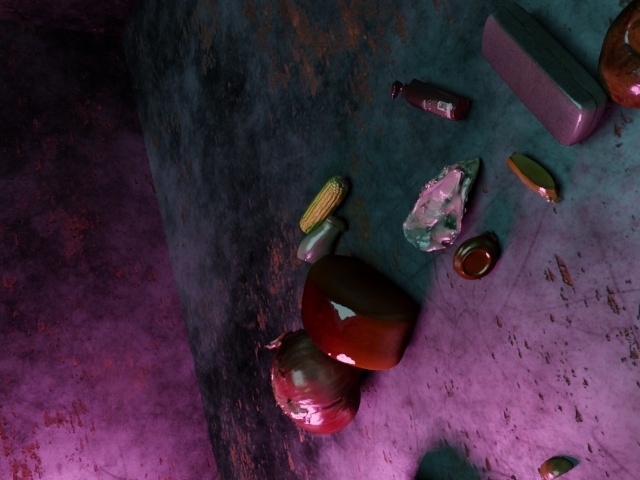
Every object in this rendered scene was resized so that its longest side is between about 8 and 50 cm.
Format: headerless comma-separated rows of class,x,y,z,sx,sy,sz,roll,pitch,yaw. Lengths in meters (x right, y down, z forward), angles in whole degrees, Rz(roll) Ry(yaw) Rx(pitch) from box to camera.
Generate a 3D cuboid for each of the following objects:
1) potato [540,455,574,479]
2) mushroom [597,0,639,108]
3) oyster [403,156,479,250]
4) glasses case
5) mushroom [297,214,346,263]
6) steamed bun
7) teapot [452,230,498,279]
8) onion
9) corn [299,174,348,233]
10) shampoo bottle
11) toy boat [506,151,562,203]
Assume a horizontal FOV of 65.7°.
potato,0.527,0.524,1.134,0.037,0.036,0.093,57,136,23
mushroom,0.576,-0.343,0.845,0.194,0.138,0.231,59,136,27
oyster,0.301,-0.086,1.274,0.199,0.087,0.252,11,112,41
glasses case,0.447,-0.345,1.017,0.323,0.074,0.131,62,175,25
mushroom,0.000,0.000,1.664,0.093,0.116,0.225,-89,22,-58
steamed bun,0.082,0.210,1.471,0.379,0.248,0.235,37,124,41
teapot,0.381,0.036,1.214,0.098,0.078,0.129,29,116,-1
onion,-0.024,0.441,1.595,0.353,0.353,0.354,12,105,50
corn,0.012,-0.117,1.638,0.248,0.081,0.081,-51,57,43
shampoo bottle,0.275,-0.368,1.281,0.236,0.067,0.068,39,115,42
toy boat,0.470,-0.139,1.091,0.047,0.049,0.149,-39,63,0
